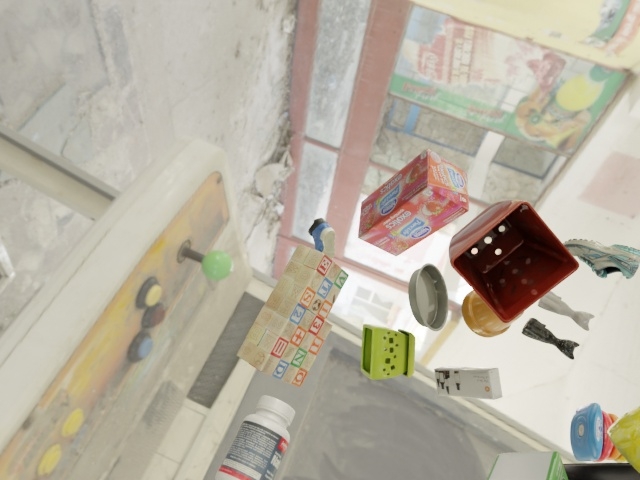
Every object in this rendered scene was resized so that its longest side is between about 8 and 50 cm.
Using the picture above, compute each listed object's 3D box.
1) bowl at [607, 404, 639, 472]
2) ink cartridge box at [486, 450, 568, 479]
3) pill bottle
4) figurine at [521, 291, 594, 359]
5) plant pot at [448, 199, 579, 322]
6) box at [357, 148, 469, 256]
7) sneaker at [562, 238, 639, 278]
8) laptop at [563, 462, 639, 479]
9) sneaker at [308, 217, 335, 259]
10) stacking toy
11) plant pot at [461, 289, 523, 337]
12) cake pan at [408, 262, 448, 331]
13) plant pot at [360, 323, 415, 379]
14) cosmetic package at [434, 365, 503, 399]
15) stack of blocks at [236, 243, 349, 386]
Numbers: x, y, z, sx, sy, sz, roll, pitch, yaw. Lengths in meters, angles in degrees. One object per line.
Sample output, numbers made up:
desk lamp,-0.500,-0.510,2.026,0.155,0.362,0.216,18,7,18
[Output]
bowl,0.592,0.313,0.690,0.156,0.289,0.289,-61,174,10
ink cartridge box,0.368,0.530,0.803,0.201,0.117,0.278,-13,85,-57
pill bottle,-0.123,0.415,0.985,0.108,0.108,0.180,100,14,-56
figurine,0.942,0.329,1.923,0.215,0.209,0.092,-56,159,-8
plant pot,0.545,0.033,1.473,0.267,0.267,0.236,-42,-168,12
box,0.216,-0.081,1.164,0.257,0.128,0.123,-38,-146,46
sneaker,1.014,0.069,1.791,0.283,0.110,0.122,13,-97,55
laptop,0.593,0.707,1.039,0.382,0.236,0.408,128,-38,-59
sneaker,0.001,0.000,1.418,0.058,0.085,0.152,-19,141,-21
stacking toy,0.972,0.638,1.534,0.166,0.301,0.175,90,15,-64
plant pot,0.691,0.263,1.912,0.205,0.205,0.188,-65,-176,-25
cake pan,0.465,0.245,2.103,0.293,0.054,0.293,17,68,-48
plant pot,0.304,0.497,2.182,0.227,0.207,0.228,142,-47,-81
cosmetic package,0.509,0.494,1.698,0.239,0.060,0.099,-18,-102,52
stack of blocks,-0.050,0.181,1.167,0.171,0.087,0.297,42,73,-50
